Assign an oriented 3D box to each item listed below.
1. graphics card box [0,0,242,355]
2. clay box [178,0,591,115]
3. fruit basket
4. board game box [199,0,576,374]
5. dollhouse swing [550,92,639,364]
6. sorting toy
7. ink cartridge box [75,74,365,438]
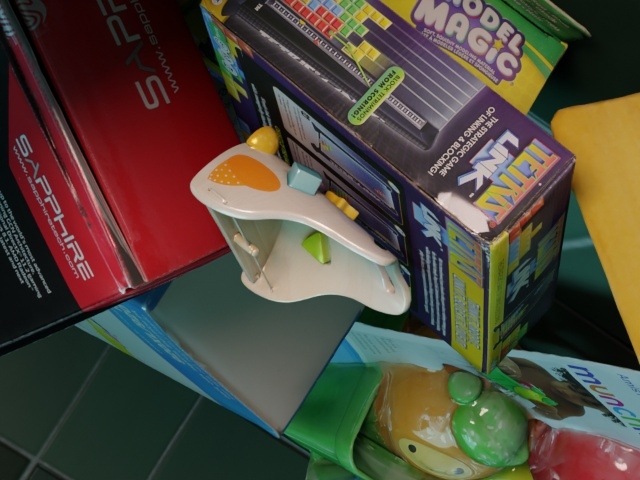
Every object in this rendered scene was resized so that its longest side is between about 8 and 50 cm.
[{"bbox_3d":[-0.193,-0.052,0.776,0.371,0.094,0.233,-24,92,51],"label":"graphics card box"},{"bbox_3d":[0.015,-0.091,0.704,0.127,0.053,0.222,35,168,-13],"label":"clay box"},{"bbox_3d":[0.152,0.155,1.108,0.353,0.165,0.327,13,158,46],"label":"fruit basket"},{"bbox_3d":[0.029,-0.029,0.625,0.141,0.048,0.170,40,169,16],"label":"board game box"},{"bbox_3d":[0.320,0.066,0.577,0.347,0.305,0.315,42,-154,-42],"label":"dollhouse swing"},{"bbox_3d":[0.000,0.000,0.608,0.075,0.045,0.083,31,164,24],"label":"sorting toy"},{"bbox_3d":[-0.096,-0.029,0.943,0.232,0.171,0.168,22,164,37],"label":"ink cartridge box"}]
